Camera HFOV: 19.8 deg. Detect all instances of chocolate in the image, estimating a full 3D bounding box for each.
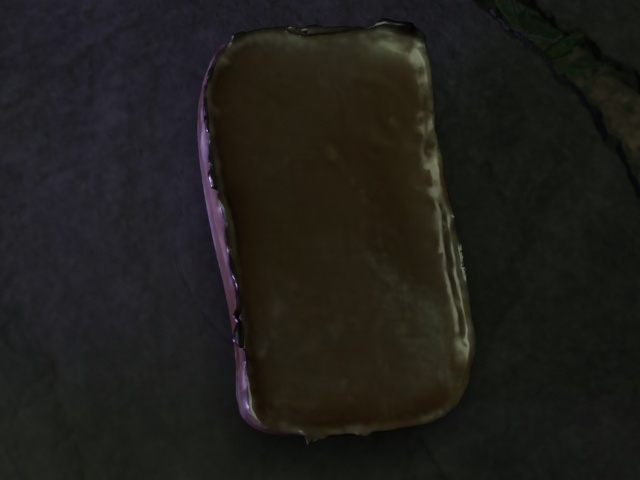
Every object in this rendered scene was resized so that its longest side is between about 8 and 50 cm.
[{"bbox_3d":[0.000,-0.001,1.106,0.161,0.083,0.261,0,75,-22],"label":"chocolate"}]
